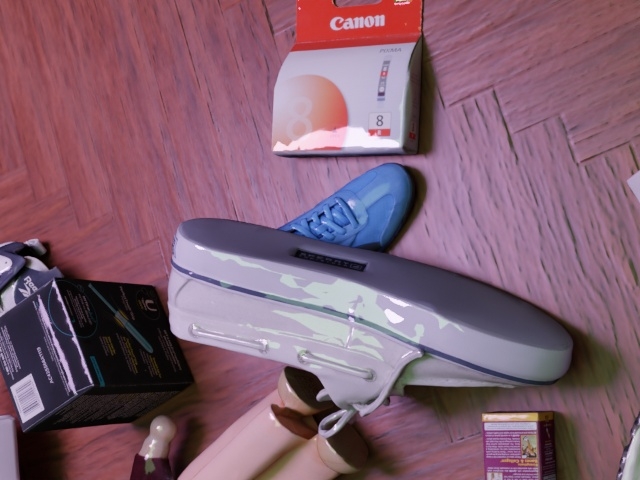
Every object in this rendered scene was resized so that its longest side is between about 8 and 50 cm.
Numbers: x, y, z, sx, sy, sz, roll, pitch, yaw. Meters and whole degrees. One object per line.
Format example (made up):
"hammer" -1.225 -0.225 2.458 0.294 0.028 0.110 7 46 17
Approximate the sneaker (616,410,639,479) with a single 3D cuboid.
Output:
"sneaker" 0.325 0.272 0.981 0.182 0.158 0.410 2 94 20

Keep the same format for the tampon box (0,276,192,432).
"tampon box" -0.231 0.116 1.275 0.101 0.161 0.120 -33 70 23

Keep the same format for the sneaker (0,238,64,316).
"sneaker" -0.348 0.080 1.345 0.153 0.235 0.094 -21 121 15

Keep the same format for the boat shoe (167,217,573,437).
"boat shoe" 0.032 0.100 1.127 0.367 0.136 0.156 14 109 7

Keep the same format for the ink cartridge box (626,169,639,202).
"ink cartridge box" 0.390 -0.002 0.912 0.296 0.066 0.261 -44 65 54

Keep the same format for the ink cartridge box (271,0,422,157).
"ink cartridge box" 0.027 -0.171 1.221 0.145 0.045 0.179 0 89 29

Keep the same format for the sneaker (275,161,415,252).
"sneaker" 0.000 0.000 1.202 0.209 0.082 0.069 -39 67 19

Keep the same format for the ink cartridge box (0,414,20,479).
"ink cartridge box" -0.407 0.331 1.351 0.198 0.115 0.272 -14 79 50

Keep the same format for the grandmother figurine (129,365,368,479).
"grandmother figurine" -0.119 0.266 1.240 0.342 0.104 0.207 -43 59 16

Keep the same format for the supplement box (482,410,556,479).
"supplement box" 0.176 0.192 1.110 0.055 0.043 0.083 -4 83 29
